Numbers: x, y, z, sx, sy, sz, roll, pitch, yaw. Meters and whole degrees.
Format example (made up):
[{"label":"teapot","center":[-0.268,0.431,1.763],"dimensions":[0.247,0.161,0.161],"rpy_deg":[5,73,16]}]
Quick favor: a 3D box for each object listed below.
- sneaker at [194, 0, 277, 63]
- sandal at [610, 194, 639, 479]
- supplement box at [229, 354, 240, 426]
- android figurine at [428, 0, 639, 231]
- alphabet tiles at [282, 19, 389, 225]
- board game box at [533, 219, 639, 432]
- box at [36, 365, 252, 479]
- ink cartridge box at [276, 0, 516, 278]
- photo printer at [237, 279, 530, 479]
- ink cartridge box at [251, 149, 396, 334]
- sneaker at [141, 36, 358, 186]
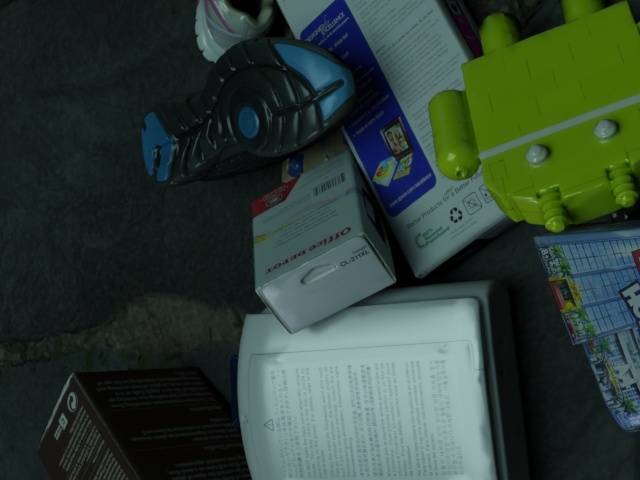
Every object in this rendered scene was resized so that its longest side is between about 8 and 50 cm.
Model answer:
[{"label":"sneaker","center":[-0.101,-0.328,1.517],"dimensions":[0.111,0.103,0.252],"rpy_deg":[-18,90,61]},{"label":"sandal","center":[0.332,0.089,1.194],"dimensions":[0.168,0.107,0.445],"rpy_deg":[-6,89,40]},{"label":"supplement box","center":[-0.055,0.170,1.545],"dimensions":[0.056,0.083,0.083],"rpy_deg":[1,95,41]},{"label":"android figurine","center":[0.219,-0.120,1.209],"dimensions":[0.248,0.056,0.272],"rpy_deg":[-18,47,18]},{"label":"alphabet tiles","center":[0.034,-0.137,1.494],"dimensions":[0.198,0.009,0.237],"rpy_deg":[6,98,39]},{"label":"board game box","center":[0.300,0.054,1.113],"dimensions":[0.194,0.060,0.194],"rpy_deg":[-23,86,43]},{"label":"box","center":[-0.149,0.318,1.539],"dimensions":[0.381,0.191,0.143],"rpy_deg":[47,122,38]},{"label":"ink cartridge box","center":[0.092,-0.163,1.395],"dimensions":[0.176,0.069,0.370],"rpy_deg":[-38,72,36]},{"label":"photo printer","center":[0.055,0.179,1.402],"dimensions":[0.308,0.107,0.255],"rpy_deg":[-7,90,28]},{"label":"ink cartridge box","center":[0.000,0.000,1.393],"dimensions":[0.127,0.072,0.175],"rpy_deg":[-27,30,13]},{"label":"sneaker","center":[-0.059,-0.143,1.456],"dimensions":[0.341,0.140,0.125],"rpy_deg":[-11,89,52]}]
